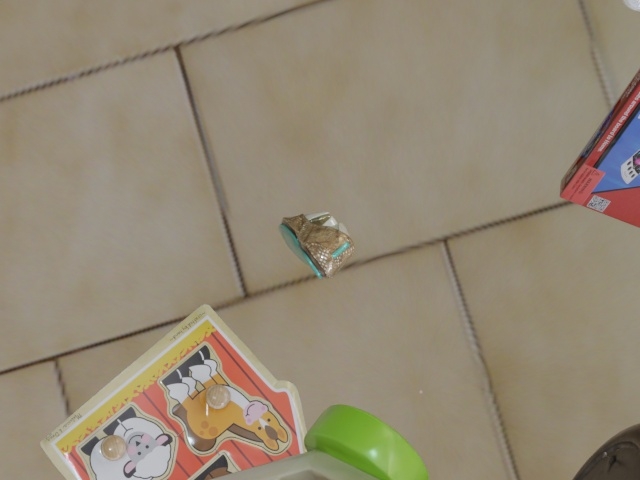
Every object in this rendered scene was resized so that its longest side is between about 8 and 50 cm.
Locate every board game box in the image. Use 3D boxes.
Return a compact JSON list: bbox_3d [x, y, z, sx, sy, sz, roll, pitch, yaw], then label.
[{"bbox_3d":[0.329,-0.107,1.074,0.145,0.281,0.027,20,47,-7],"label":"board game box"}]

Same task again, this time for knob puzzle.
[{"bbox_3d":[-0.088,0.173,0.984,0.213,0.030,0.213,4,75,-13],"label":"knob puzzle"}]

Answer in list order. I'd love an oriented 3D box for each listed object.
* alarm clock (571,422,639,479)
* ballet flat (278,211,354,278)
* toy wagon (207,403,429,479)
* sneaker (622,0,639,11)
[{"bbox_3d":[0.161,0.138,0.640,0.064,0.129,0.192,33,61,-4],"label":"alarm clock"},{"bbox_3d":[0.000,0.000,1.599,0.067,0.206,0.073,-35,109,-4],"label":"ballet flat"},{"bbox_3d":[0.023,0.212,0.451,0.344,0.068,0.267,21,59,36],"label":"toy wagon"},{"bbox_3d":[0.413,-0.323,1.541,0.158,0.061,0.065,-27,38,-20],"label":"sneaker"}]
